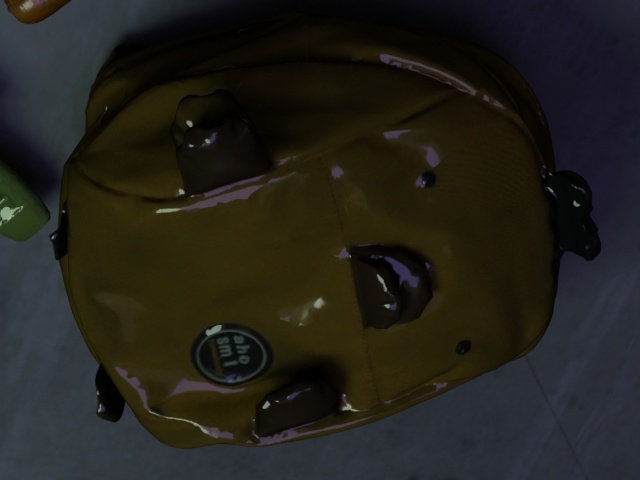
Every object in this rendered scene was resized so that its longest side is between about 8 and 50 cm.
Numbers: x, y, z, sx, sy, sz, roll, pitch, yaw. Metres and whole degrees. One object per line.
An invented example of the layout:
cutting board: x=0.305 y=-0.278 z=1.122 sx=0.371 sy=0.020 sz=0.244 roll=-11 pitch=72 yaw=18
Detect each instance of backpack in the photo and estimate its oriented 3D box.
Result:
backpack: x=-0.001 y=-0.005 z=1.337 sx=0.378 sy=0.201 sz=0.353 roll=-16 pitch=127 yaw=1

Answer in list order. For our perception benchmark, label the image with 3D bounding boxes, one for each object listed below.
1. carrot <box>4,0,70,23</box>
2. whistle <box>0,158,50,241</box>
carrot: x=-0.136 y=-0.211 z=1.283 sx=0.190 sy=0.037 sz=0.037 roll=-35 pitch=122 yaw=5
whistle: x=-0.278 y=-0.072 z=1.300 sx=0.105 sy=0.085 sz=0.227 roll=-37 pitch=121 yaw=15
